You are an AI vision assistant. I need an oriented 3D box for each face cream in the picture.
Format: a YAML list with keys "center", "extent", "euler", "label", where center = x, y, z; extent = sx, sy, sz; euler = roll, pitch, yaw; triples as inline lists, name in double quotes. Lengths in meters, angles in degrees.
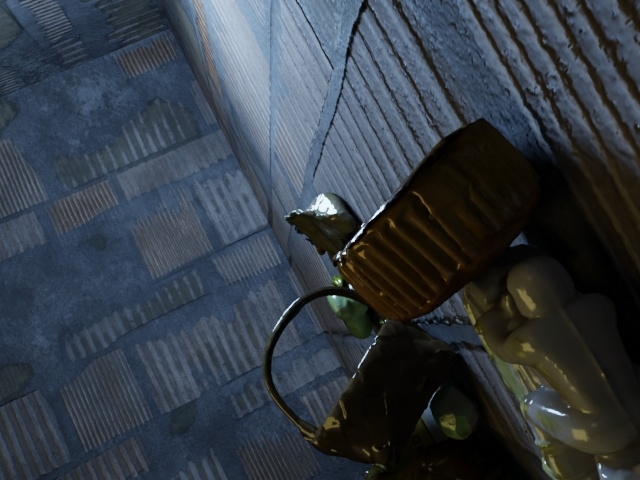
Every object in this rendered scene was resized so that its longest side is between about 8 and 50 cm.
- center: [0.197, 0.445, 1.227]
  extent: [0.218, 0.179, 0.218]
  euler: [61, 171, 17]
  label: "face cream"

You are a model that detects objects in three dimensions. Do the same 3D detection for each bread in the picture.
- center: [0.104, -0.011, 0.493]
  extent: [0.104, 0.199, 0.199]
  euler: [44, 170, 2]
  label: "bread"

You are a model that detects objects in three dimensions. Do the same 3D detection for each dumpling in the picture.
- center: [0.010, -0.044, 1.232]
  extent: [0.166, 0.086, 0.332]
  euler: [29, 165, 7]
  label: "dumpling"

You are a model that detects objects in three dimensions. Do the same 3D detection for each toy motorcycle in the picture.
- center: [0.210, 0.113, 0.461]
  extent: [0.223, 0.107, 0.341]
  euler: [64, 180, -46]
  label: "toy motorcycle"

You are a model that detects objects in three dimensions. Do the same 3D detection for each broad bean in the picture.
- center: [0.077, 0.172, 1.425]
  extent: [0.169, 0.100, 0.228]
  euler: [-116, 4, -48]
  label: "broad bean"

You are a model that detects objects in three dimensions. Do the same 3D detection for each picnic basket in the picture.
- center: [0.046, 0.238, 1.008]
  extent: [0.337, 0.293, 0.337]
  euler: [32, 162, 12]
  label: "picnic basket"

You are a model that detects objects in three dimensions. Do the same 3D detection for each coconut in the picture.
- center: [0.236, 0.301, 0.941]
  extent: [0.081, 0.083, 0.082]
  euler: [44, -140, -23]
  label: "coconut"

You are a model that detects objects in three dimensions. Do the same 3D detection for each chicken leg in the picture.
- center: [0.199, 0.428, 0.978]
  extent: [0.140, 0.211, 0.361]
  euler: [51, 150, -18]
  label: "chicken leg"

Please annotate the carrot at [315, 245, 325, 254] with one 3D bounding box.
- center: [0.000, 0.000, 1.550]
  extent: [0.043, 0.043, 0.248]
  euler: [61, 173, 16]
  label: "carrot"

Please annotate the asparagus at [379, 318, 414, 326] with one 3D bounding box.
- center: [0.158, 0.174, 1.181]
  extent: [0.236, 0.027, 0.034]
  euler: [125, 129, -79]
  label: "asparagus"
